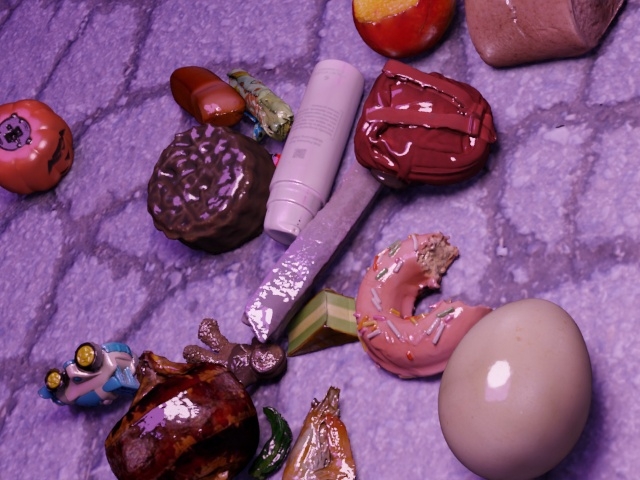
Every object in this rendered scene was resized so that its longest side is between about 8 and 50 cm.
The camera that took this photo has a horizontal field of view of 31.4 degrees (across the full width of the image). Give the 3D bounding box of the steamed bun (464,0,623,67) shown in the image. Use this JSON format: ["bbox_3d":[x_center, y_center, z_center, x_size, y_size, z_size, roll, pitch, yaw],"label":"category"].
[{"bbox_3d":[0.356,-0.445,1.848,0.252,0.199,0.301,4,61,34],"label":"steamed bun"}]

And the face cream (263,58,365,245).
[{"bbox_3d":[-0.014,-0.145,1.925,0.102,0.102,0.345,1,58,32],"label":"face cream"}]

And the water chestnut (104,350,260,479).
[{"bbox_3d":[-0.209,0.271,1.661,0.224,0.223,0.238,-39,83,1],"label":"water chestnut"}]

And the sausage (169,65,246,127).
[{"bbox_3d":[-0.208,-0.262,2.104,0.089,0.083,0.300,-7,24,-19],"label":"sausage"}]

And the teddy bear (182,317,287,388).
[{"bbox_3d":[-0.128,0.188,1.776,0.161,0.077,0.119,12,41,19],"label":"teddy bear"}]

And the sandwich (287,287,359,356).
[{"bbox_3d":[0.008,0.138,1.769,0.116,0.074,0.074,-44,36,44],"label":"sandwich"}]

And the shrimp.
[{"bbox_3d":[0.005,0.308,1.617,0.115,0.051,0.217,0,57,24],"label":"shrimp"}]

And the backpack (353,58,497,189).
[{"bbox_3d":[0.170,-0.178,1.793,0.229,0.138,0.229,3,51,-4],"label":"backpack"}]

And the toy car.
[{"bbox_3d":[-0.372,0.239,1.860,0.161,0.126,0.098,-36,63,12],"label":"toy car"}]

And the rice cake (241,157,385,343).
[{"bbox_3d":[0.001,0.000,1.807,0.070,0.064,0.399,32,69,12],"label":"rice cake"}]

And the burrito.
[{"bbox_3d":[-0.113,-0.233,2.061,0.054,0.104,0.288,-5,24,-23],"label":"burrito"}]

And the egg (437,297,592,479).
[{"bbox_3d":[0.252,0.187,1.457,0.189,0.188,0.253,2,52,33],"label":"egg"}]

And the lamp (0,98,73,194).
[{"bbox_3d":[-0.582,-0.182,2.265,0.188,0.164,0.187,-3,69,8],"label":"lamp"}]

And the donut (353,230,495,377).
[{"bbox_3d":[0.136,0.094,1.669,0.199,0.085,0.233,-35,45,7],"label":"donut"}]

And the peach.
[{"bbox_3d":[0.138,-0.410,1.955,0.190,0.192,0.190,6,102,30],"label":"peach"}]

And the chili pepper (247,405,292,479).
[{"bbox_3d":[-0.071,0.298,1.681,0.056,0.035,0.117,3,62,15],"label":"chili pepper"}]

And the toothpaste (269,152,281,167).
[{"bbox_3d":[-0.156,-0.133,2.047,0.194,0.045,0.071,10,72,30],"label":"toothpaste"}]

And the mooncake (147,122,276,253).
[{"bbox_3d":[-0.191,-0.093,1.958,0.228,0.124,0.228,-8,70,22],"label":"mooncake"}]
